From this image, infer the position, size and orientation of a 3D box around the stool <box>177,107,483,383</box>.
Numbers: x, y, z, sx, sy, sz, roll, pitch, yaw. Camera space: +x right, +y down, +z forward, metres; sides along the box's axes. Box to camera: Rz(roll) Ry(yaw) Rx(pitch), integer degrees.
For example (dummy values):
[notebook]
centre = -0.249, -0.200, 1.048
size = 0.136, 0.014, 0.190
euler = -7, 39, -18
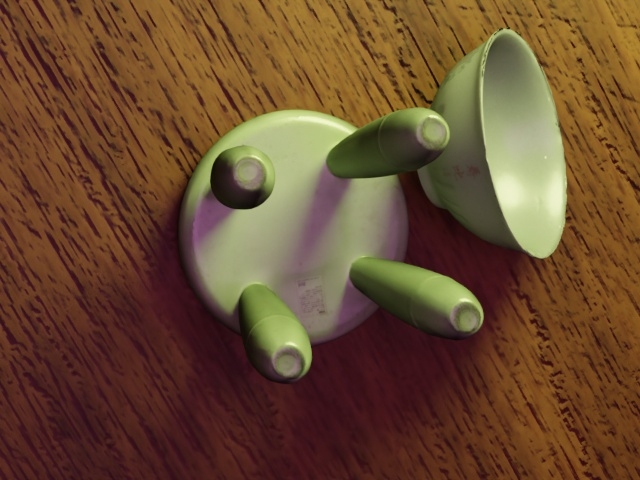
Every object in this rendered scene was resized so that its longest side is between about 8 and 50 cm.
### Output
[stool]
centre = 0.000, 0.000, 1.391
size = 0.195, 0.198, 0.195
euler = -13, 99, -13

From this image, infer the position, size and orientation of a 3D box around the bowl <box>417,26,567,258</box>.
[bowl]
centre = 0.129, -0.074, 1.463
size = 0.086, 0.189, 0.189
euler = -8, 99, 25
